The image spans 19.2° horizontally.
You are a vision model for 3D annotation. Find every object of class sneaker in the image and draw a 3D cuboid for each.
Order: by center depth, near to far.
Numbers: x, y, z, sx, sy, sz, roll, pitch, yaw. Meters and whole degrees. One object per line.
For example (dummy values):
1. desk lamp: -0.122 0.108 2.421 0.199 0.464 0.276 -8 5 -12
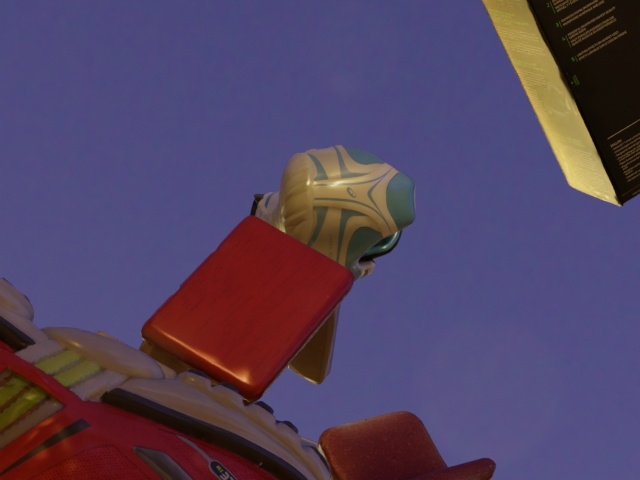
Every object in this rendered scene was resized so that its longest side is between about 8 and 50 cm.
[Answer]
1. sneaker: -0.124 0.079 0.635 0.279 0.118 0.107 20 -49 -6
2. sneaker: 0.000 0.000 1.176 0.086 0.085 0.237 9 -12 -10

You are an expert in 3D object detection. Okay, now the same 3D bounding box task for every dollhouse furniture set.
1. dollhouse furniture set: -0.044 0.131 0.786 0.201 0.374 0.152 31 -44 11

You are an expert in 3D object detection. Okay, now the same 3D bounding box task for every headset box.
1. headset box: 0.302 -0.221 1.795 0.283 0.246 0.131 61 -10 -19

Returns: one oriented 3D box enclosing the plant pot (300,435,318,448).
1. plant pot: -0.027 0.270 1.389 0.236 0.212 0.236 18 -23 18
